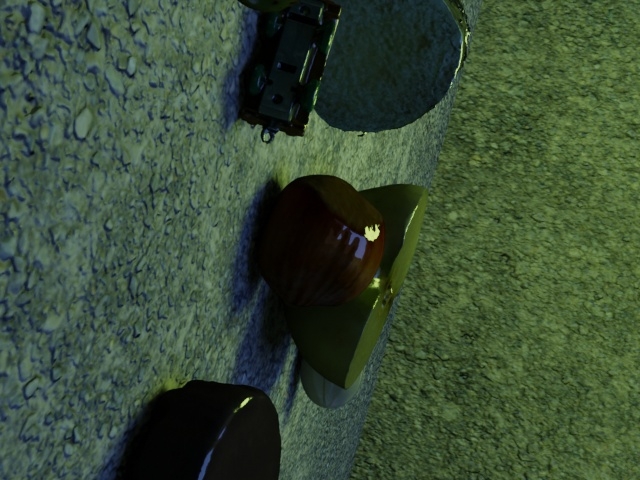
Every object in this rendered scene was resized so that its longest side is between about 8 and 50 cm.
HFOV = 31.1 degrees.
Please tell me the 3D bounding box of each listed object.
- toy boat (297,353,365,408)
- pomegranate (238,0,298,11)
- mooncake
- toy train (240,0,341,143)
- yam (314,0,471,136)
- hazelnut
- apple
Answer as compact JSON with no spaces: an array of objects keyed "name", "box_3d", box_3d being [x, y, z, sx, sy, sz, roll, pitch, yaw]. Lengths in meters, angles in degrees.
[{"name":"toy boat","box_3d":[0.032,0.203,2.311,0.141,0.140,0.269,-58,160,-54]},{"name":"pomegranate","box_3d":[-0.056,-0.316,1.261,0.130,0.130,0.130,15,90,-78]},{"name":"mooncake","box_3d":[-0.162,0.318,1.523,0.283,0.141,0.283,10,90,-70]},{"name":"toy train","box_3d":[-0.037,-0.234,1.532,0.136,0.091,0.228,78,28,-87]},{"name":"yam","box_3d":[0.108,-0.306,1.773,0.348,0.241,0.241,-59,161,-69]},{"name":"hazelnut","box_3d":[-0.006,-0.002,1.797,0.210,0.210,0.186,87,-9,-56]},{"name":"apple","box_3d":[0.086,0.081,2.048,0.360,0.320,0.312,74,-6,-78]}]
